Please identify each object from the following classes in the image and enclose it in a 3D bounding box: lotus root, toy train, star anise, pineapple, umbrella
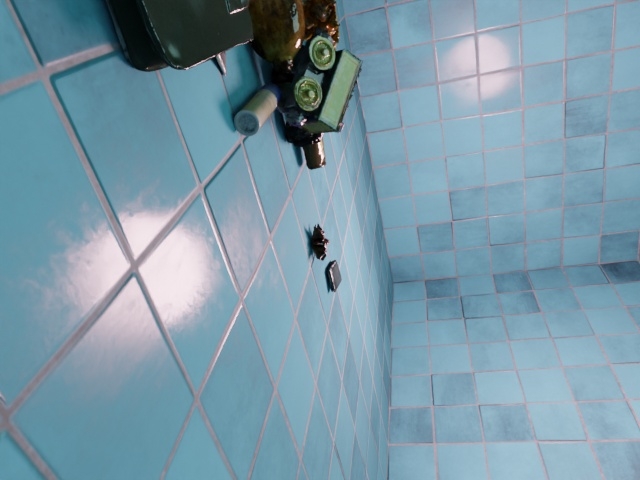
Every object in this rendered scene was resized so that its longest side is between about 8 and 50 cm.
[{"bbox_3d":[-0.109,-0.533,1.190,0.128,0.145,0.260,-37,118,-67],"label":"lotus root"},{"bbox_3d":[-0.010,-0.407,1.287,0.177,0.134,0.261,22,84,-38],"label":"toy train"},{"bbox_3d":[0.003,0.004,1.581,0.129,0.056,0.124,-1,84,-76],"label":"star anise"},{"bbox_3d":[-0.060,-0.643,1.430,0.344,0.209,0.286,-98,-178,-45],"label":"pineapple"},{"bbox_3d":[-0.072,-0.395,1.381,0.110,0.122,0.272,20,-48,55],"label":"umbrella"}]

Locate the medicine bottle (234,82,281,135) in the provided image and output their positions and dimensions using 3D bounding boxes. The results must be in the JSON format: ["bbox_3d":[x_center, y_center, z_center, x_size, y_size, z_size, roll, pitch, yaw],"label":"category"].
[{"bbox_3d":[-0.139,-0.307,1.138,0.231,0.059,0.059,-75,155,-58],"label":"medicine bottle"}]

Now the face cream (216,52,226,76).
[{"bbox_3d":[-0.210,-0.421,0.935,0.224,0.070,0.114,81,7,-75],"label":"face cream"}]

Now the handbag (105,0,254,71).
[{"bbox_3d":[-0.204,-0.394,0.722,0.260,0.079,0.247,-49,133,-48],"label":"handbag"}]

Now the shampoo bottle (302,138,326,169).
[{"bbox_3d":[-0.043,-0.394,1.504,0.125,0.084,0.350,-142,-142,-63],"label":"shampoo bottle"}]

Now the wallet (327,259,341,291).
[{"bbox_3d":[0.047,0.125,1.767,0.129,0.026,0.088,-50,127,-71],"label":"wallet"}]
